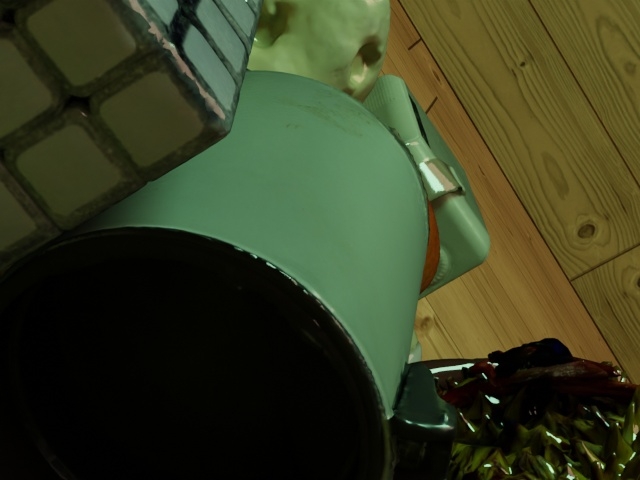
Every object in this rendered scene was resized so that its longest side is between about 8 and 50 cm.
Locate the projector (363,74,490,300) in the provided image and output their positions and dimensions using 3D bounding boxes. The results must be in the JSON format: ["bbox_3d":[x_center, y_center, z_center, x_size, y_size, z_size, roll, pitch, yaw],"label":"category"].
[{"bbox_3d":[0.079,-0.051,1.320,0.177,0.163,0.242,51,15,-24],"label":"projector"}]

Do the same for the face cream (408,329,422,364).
[{"bbox_3d":[0.089,0.174,1.170,0.114,0.070,0.224,-50,121,-69],"label":"face cream"}]

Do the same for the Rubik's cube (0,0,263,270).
[{"bbox_3d":[-0.184,-0.129,0.568,0.238,0.237,0.237,54,17,-22],"label":"Rubik's cube"}]

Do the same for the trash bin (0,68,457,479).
[{"bbox_3d":[-0.055,0.041,0.672,0.262,0.277,0.217,-68,169,-64],"label":"trash bin"}]

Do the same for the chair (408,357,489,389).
[{"bbox_3d":[0.205,0.253,1.067,0.401,0.227,0.226,40,26,-46],"label":"chair"}]

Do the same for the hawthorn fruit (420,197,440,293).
[{"bbox_3d":[0.000,0.000,1.056,0.285,0.165,0.165,-3,63,-57],"label":"hawthorn fruit"}]

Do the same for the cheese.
[{"bbox_3d":[-0.045,-0.143,1.003,0.173,0.251,0.248,46,4,9],"label":"cheese"}]

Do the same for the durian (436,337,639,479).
[{"bbox_3d":[0.167,0.218,0.702,0.384,0.348,0.347,-14,73,-51],"label":"durian"}]
